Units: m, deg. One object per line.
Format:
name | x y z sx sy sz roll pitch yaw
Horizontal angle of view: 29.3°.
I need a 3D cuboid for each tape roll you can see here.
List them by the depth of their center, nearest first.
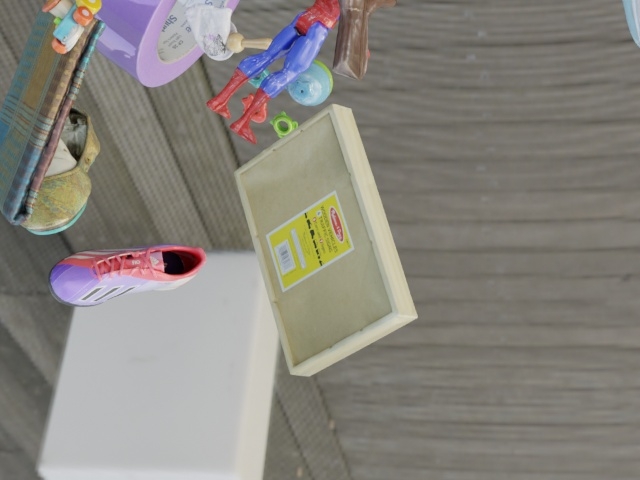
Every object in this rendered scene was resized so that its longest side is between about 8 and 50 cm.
tape roll | -0.216 -0.366 1.825 0.090 0.275 0.275 36 147 9

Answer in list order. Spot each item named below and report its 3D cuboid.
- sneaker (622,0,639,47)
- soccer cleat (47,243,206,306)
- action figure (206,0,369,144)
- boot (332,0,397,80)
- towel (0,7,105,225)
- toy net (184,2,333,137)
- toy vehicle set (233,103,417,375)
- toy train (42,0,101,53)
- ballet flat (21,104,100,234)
sneaker | 0.282 -0.318 1.103 0.127 0.319 0.208 -3 -170 -24
soccer cleat | -0.364 0.054 2.319 0.318 0.109 0.116 -6 167 -43
action figure | -0.002 -0.239 1.499 0.280 0.091 0.139 -50 149 9
boot | 0.049 -0.228 1.363 0.037 0.114 0.106 -6 172 41
towel | -0.367 -0.172 1.588 0.040 0.271 0.370 20 -176 -24
toy net | -0.100 -0.252 1.751 0.232 0.045 0.122 37 123 -5
toy vehicle set | 0.000 0.000 1.395 0.166 0.267 0.035 -31 155 32
toy train | -0.226 -0.265 1.228 0.046 0.166 0.125 37 170 -15
ballet flat | -0.399 -0.121 1.824 0.123 0.348 0.123 -1 113 -2
